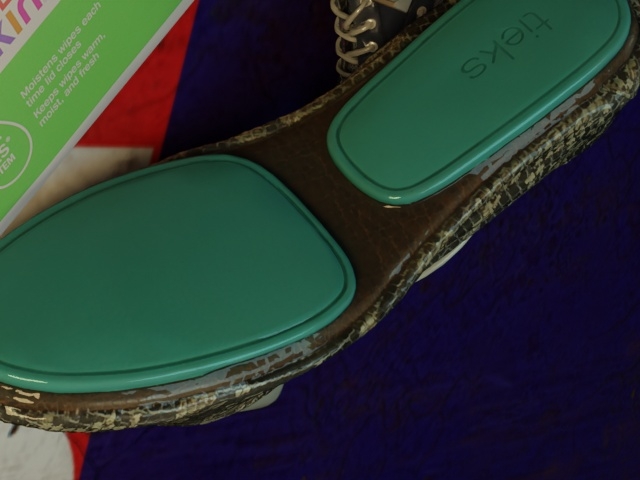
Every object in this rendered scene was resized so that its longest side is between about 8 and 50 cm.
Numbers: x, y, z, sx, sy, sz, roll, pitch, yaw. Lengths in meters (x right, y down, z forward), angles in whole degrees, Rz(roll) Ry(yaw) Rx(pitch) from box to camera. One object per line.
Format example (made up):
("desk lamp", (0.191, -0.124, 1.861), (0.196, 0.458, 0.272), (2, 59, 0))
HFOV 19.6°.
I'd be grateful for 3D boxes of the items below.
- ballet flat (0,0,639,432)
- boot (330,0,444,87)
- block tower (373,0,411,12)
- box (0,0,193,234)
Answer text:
("ballet flat", (0.000, 0.000, 1.105), (0.482, 0.164, 0.182), (-32, 154, -21))
("boot", (0.029, -0.130, 1.202), (0.086, 0.069, 0.190), (29, 82, -44))
("block tower", (-0.041, -0.215, 1.010), (0.335, 0.091, 0.097), (14, 99, -57))
("box", (-0.160, -0.146, 0.705), (0.262, 0.231, 0.127), (-54, 145, -20))
